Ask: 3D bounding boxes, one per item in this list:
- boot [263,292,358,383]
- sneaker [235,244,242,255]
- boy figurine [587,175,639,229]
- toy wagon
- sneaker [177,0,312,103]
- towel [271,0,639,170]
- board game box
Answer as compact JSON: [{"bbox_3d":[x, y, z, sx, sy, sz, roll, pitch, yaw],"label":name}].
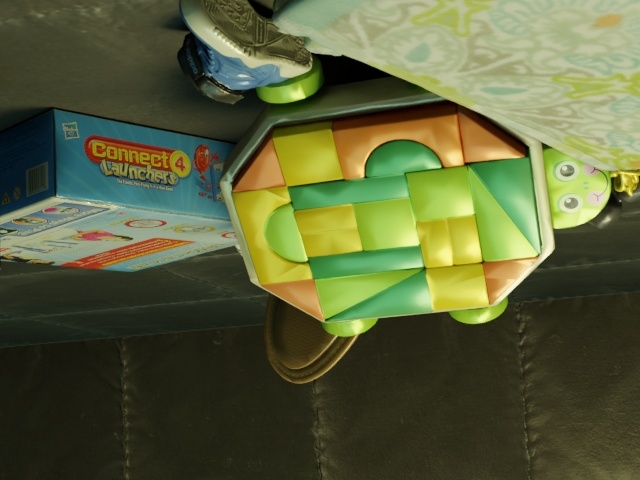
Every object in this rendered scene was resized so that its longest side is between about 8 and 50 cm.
[{"bbox_3d":[0.058,0.012,1.182,0.109,0.283,0.220,23,-171,23],"label":"boot"},{"bbox_3d":[0.000,-0.001,1.509,0.145,0.090,0.270,-9,164,34],"label":"sneaker"},{"bbox_3d":[0.218,-0.074,1.134,0.285,0.092,0.177,2,143,-46],"label":"boy figurine"},{"bbox_3d":[0.095,-0.040,0.949,0.345,0.068,0.267,-6,126,13],"label":"toy wagon"},{"bbox_3d":[-0.076,-0.139,0.821,0.085,0.058,0.152,-18,171,25],"label":"sneaker"},{"bbox_3d":[0.184,-0.148,0.630,0.321,0.090,0.374,17,164,-28],"label":"towel"},{"bbox_3d":[-0.238,-0.040,1.225,0.308,0.086,0.302,-13,166,43],"label":"board game box"}]
